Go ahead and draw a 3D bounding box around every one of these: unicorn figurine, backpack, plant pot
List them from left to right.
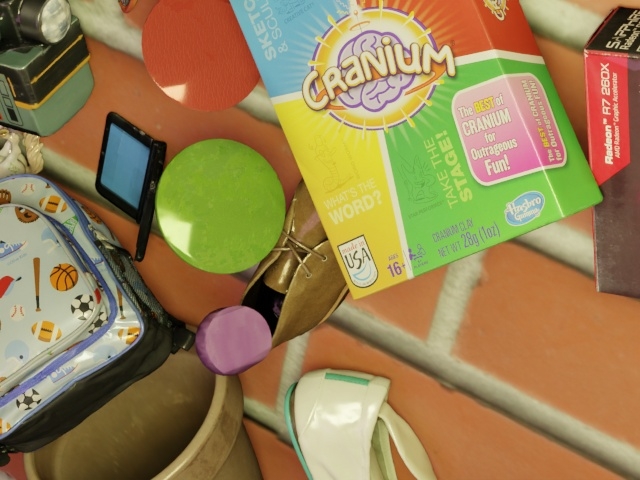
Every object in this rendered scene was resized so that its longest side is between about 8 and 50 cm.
[{"bbox_3d":[-0.395,-0.091,1.522,0.162,0.060,0.111,7,140,8],"label":"unicorn figurine"},{"bbox_3d":[-0.324,0.067,1.457,0.263,0.276,0.213,56,178,26],"label":"backpack"},{"bbox_3d":[-0.172,0.262,1.543,0.263,0.263,0.229,0,139,35],"label":"plant pot"}]

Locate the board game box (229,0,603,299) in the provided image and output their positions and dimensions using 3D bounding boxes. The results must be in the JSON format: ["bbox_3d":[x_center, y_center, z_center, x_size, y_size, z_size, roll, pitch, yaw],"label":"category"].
[{"bbox_3d":[0.067,-0.133,1.119,0.242,0.064,0.316,-25,87,43],"label":"board game box"}]

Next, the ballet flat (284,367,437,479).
[{"bbox_3d":[0.077,0.315,1.476,0.139,0.139,0.400,-1,120,35],"label":"ballet flat"}]

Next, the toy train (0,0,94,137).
[{"bbox_3d":[-0.390,-0.224,1.398,0.334,0.142,0.190,15,138,26],"label":"toy train"}]

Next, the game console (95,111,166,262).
[{"bbox_3d":[-0.211,-0.057,1.436,0.071,0.107,0.122,11,133,-8],"label":"game console"}]

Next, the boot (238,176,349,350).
[{"bbox_3d":[0.000,0.000,1.297,0.112,0.115,0.305,36,133,13],"label":"boot"}]

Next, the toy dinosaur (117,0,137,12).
[{"bbox_3d":[-0.176,-0.255,1.269,0.047,0.090,0.082,43,105,22],"label":"toy dinosaur"}]

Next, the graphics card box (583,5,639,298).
[{"bbox_3d":[0.388,-0.045,1.007,0.371,0.094,0.233,10,126,28],"label":"graphics card box"}]

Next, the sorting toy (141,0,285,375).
[{"bbox_3d":[-0.117,-0.051,1.288,0.126,0.127,0.365,167,96,-66],"label":"sorting toy"}]
